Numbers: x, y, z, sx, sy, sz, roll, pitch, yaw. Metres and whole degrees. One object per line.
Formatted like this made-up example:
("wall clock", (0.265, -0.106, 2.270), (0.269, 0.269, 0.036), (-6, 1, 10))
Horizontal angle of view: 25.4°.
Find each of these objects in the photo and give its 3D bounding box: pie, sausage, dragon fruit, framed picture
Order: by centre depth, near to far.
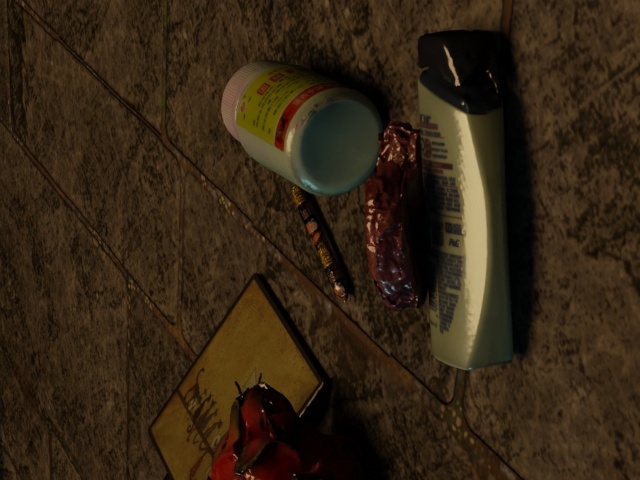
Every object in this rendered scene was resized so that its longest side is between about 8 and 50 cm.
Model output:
("pie", (0.093, -0.026, 1.588), (0.219, 0.054, 0.204), (-79, -19, -43))
("dragon fruit", (-0.046, 0.317, 1.926), (0.234, 0.233, 0.293), (140, 126, -60))
("sausage", (0.000, 0.000, 1.932), (0.028, 0.025, 0.198), (-31, 62, 15))
("framed picture", (-0.133, 0.253, 2.137), (0.339, 0.014, 0.255), (-54, 45, 21))

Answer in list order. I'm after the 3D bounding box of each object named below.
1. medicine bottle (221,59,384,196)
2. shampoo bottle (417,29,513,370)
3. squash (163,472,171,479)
("medicine bottle", (-0.027, -0.149, 1.810), (0.225, 0.139, 0.139), (33, 128, 56))
("shampoo bottle", (0.159, -0.044, 1.531), (0.134, 0.078, 0.360), (-154, 58, -68))
("squash", (-0.177, 0.436, 2.265), (0.193, 0.155, 0.193), (-1, -90, -77))
